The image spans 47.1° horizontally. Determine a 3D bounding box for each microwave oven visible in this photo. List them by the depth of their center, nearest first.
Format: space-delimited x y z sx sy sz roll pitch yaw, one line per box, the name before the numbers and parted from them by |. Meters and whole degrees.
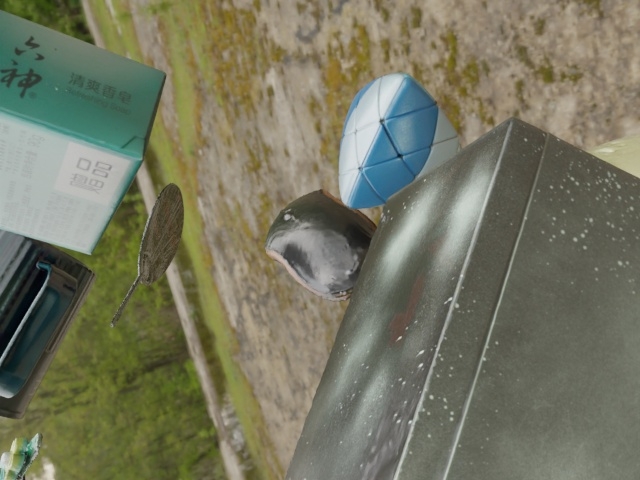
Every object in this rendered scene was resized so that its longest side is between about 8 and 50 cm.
microwave oven | 0.157 0.197 0.521 0.236 0.374 0.432 144 149 -73

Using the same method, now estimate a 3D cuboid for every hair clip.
hair clip | -0.317 0.245 0.750 0.173 0.049 0.049 -55 52 42

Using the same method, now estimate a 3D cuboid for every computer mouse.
computer mouse | -0.003 -0.003 1.428 0.116 0.183 0.323 47 173 -38

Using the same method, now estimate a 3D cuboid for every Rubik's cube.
Rubik's cube | 0.135 -0.136 1.272 0.254 0.254 0.254 163 90 -71

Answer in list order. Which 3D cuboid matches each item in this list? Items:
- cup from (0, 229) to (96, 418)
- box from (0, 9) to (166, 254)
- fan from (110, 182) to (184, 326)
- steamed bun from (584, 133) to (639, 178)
cup | -0.562 0.127 1.278 0.242 0.292 0.308 28 166 -5
box | -0.252 -0.084 0.673 0.245 0.153 0.092 -36 42 56
fan | -0.329 0.030 1.470 0.223 0.012 0.294 45 -117 -83
steamed bun | 0.568 0.019 1.521 0.371 0.456 0.290 47 -165 -27
